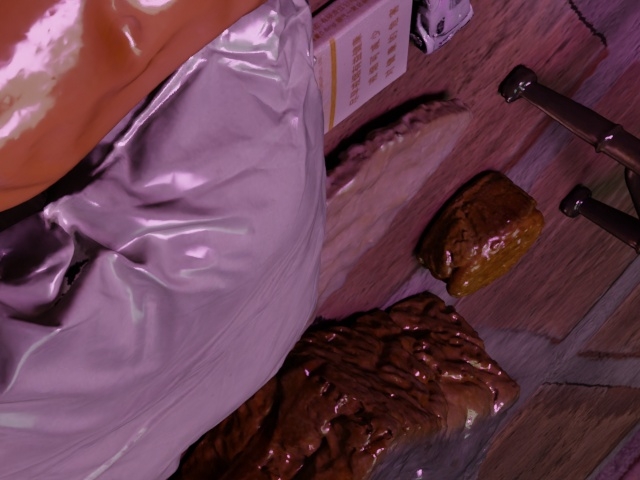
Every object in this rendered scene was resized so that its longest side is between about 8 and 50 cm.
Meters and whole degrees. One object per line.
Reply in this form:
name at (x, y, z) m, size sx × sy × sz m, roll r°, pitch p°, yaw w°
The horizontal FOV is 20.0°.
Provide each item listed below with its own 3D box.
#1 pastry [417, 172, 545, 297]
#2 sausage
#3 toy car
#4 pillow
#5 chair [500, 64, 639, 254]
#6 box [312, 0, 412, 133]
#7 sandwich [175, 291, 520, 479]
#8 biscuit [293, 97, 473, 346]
pastry at (0.122, -0.003, 1.369) m, size 0.097 × 0.057 × 0.109 m, roll -51°, pitch 159°, yaw 19°
sausage at (-0.094, -0.101, 0.653) m, size 0.241 × 0.120 × 0.136 m, roll -40°, pitch 148°, yaw -15°
toy car at (0.073, -0.137, 1.058) m, size 0.041 × 0.025 × 0.093 m, roll -41°, pitch 159°, yaw -11°
pillow at (-0.100, 0.022, 0.848) m, size 0.283 × 0.138 × 0.310 m, roll -39°, pitch 158°, yaw -23°
chair at (0.430, -0.064, 1.348) m, size 0.364 × 0.410 × 0.362 m, roll -47°, pitch 160°, yaw 1°
box at (-0.016, -0.077, 0.994) m, size 0.167 × 0.024 × 0.090 m, roll -38°, pitch 158°, yaw -20°
sandwich at (0.019, 0.182, 1.412) m, size 0.262 × 0.131 × 0.325 m, roll -56°, pitch 159°, yaw 22°
biscuit at (-0.003, 0.003, 1.163) m, size 0.250 × 0.032 × 0.133 m, roll -51°, pitch 160°, yaw 14°
